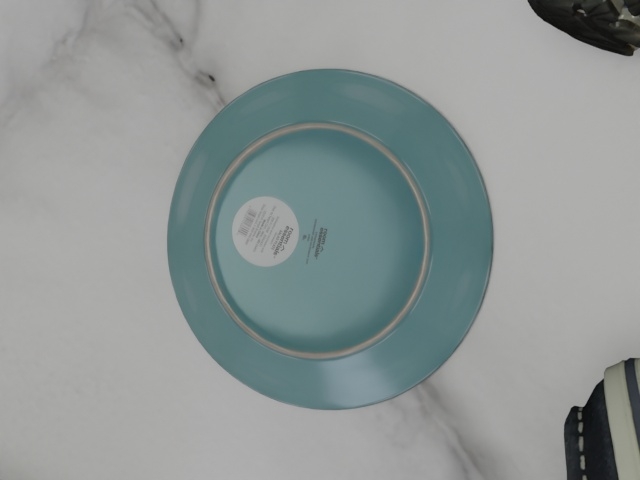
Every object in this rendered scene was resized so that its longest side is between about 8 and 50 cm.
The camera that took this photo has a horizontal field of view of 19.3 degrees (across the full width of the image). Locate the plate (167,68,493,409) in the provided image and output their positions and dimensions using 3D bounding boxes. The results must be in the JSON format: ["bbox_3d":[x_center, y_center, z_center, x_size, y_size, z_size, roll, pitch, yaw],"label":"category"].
[{"bbox_3d":[0.000,0.000,1.023,0.188,0.024,0.188,1,92,17],"label":"plate"}]

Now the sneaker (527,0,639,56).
[{"bbox_3d":[0.234,-0.215,0.907,0.330,0.130,0.147,-36,67,12],"label":"sneaker"}]

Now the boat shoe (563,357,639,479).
[{"bbox_3d":[0.116,0.304,0.913,0.156,0.187,0.500,5,98,12],"label":"boat shoe"}]
